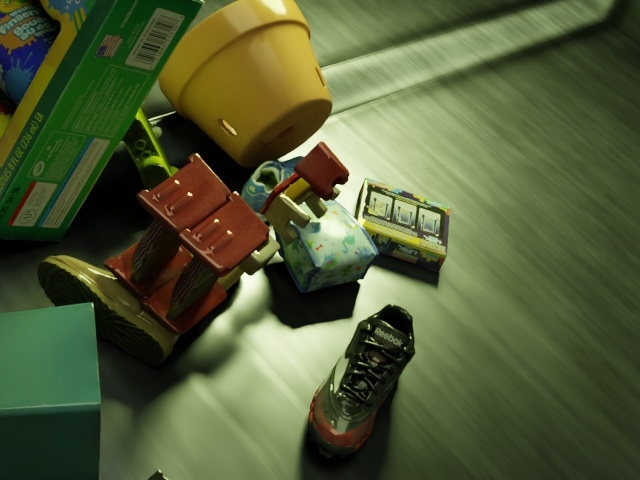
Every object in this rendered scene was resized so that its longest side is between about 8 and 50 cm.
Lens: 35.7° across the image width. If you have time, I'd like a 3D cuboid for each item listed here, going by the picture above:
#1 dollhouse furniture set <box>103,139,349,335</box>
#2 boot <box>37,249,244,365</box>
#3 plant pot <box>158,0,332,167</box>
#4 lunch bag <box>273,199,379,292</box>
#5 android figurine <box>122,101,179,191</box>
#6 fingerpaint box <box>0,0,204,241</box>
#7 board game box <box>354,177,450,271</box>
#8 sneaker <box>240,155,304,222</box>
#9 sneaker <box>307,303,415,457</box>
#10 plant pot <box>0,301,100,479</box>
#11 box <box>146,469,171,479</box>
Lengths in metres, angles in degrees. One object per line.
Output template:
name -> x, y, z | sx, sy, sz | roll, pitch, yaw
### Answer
dollhouse furniture set -> -0.112, -0.051, 1.431 | 0.152, 0.201, 0.374 | 45, 49, 5
boot -> -0.258, 0.042, 1.494 | 0.236, 0.089, 0.269 | 37, 42, -2
plant pot -> -0.112, -0.268, 1.773 | 0.290, 0.291, 0.204 | -23, 74, -40
lunch bag -> 0.000, 0.000, 1.644 | 0.128, 0.096, 0.151 | -11, 60, -33
android figurine -> -0.296, -0.179, 1.625 | 0.056, 0.248, 0.273 | -26, 23, -1
fingerpaint box -> -0.437, -0.285, 1.473 | 0.371, 0.445, 0.163 | 47, 23, 26
board game box -> 0.145, -0.029, 1.779 | 0.170, 0.048, 0.141 | 19, 42, -4
sneaker -> -0.069, -0.102, 1.736 | 0.080, 0.081, 0.211 | 30, 39, 12
sneaker -> 0.066, 0.190, 1.434 | 0.097, 0.135, 0.276 | 30, 42, 6
plant pot -> -0.392, 0.194, 1.210 | 0.234, 0.166, 0.166 | -2, 45, -15
box -> -0.208, 0.365, 1.198 | 0.116, 0.029, 0.162 | 37, 43, 15
